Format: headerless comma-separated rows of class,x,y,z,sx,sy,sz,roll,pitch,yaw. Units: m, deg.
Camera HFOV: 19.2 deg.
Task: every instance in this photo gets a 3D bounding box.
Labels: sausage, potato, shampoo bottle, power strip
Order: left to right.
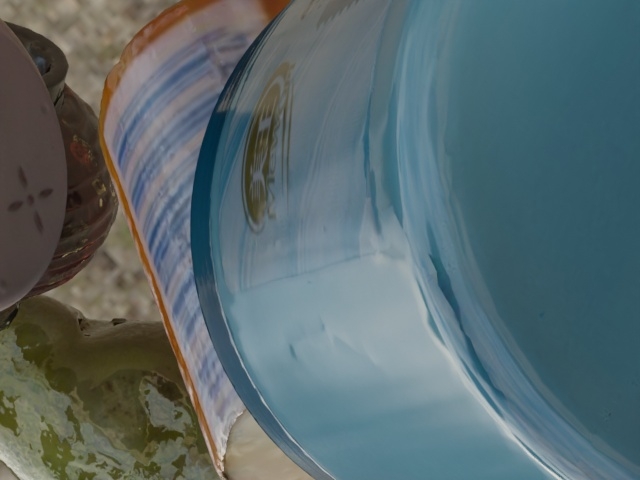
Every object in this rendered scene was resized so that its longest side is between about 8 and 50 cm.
power strip,-0.183,-0.032,0.815,0.078,0.154,0.154,-14,120,32
potato,-0.183,0.159,1.685,0.351,0.202,0.218,22,167,-6
sausage,0.000,0.000,1.195,0.233,0.233,0.287,90,160,-53
shampoo bottle,0.136,-0.019,0.872,0.331,0.331,0.342,48,164,-7

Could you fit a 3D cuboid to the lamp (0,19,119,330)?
lamp,-0.268,-0.041,1.400,0.247,0.247,0.247,31,149,21
